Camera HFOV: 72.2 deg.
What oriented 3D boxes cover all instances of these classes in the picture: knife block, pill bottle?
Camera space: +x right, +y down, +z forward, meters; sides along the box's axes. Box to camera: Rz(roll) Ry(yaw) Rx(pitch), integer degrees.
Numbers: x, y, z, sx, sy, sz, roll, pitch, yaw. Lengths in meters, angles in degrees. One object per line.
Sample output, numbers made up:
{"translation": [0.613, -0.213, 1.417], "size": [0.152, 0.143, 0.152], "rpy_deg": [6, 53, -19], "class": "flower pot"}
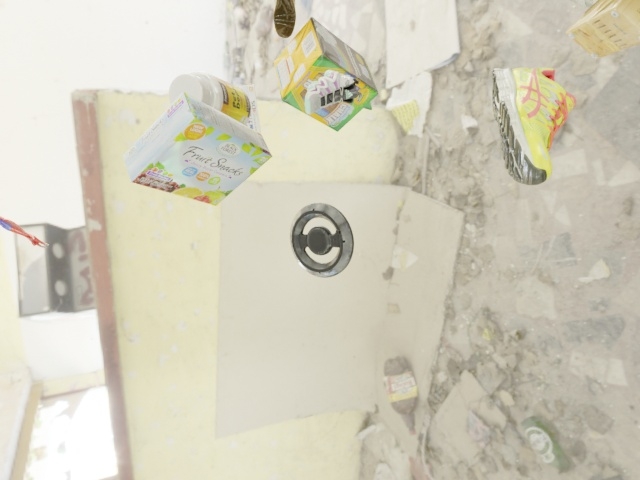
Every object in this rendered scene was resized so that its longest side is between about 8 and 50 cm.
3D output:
{"translation": [0.605, -0.465, 0.772], "size": [0.242, 0.088, 0.275], "rpy_deg": [-49, 4, 13], "class": "knife block"}
{"translation": [-0.255, -0.321, 1.021], "size": [0.215, 0.117, 0.117], "rpy_deg": [-26, -65, -72], "class": "pill bottle"}

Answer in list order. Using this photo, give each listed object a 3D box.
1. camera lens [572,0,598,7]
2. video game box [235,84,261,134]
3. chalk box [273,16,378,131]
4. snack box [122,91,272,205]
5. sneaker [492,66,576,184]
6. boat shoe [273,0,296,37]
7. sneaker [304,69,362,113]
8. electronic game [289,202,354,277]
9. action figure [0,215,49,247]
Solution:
{"translation": [0.707, -0.618, 0.971], "size": [0.274, 0.219, 0.219], "rpy_deg": [41, 134, 31], "class": "camera lens"}
{"translation": [-0.293, -0.378, 1.363], "size": [0.048, 0.205, 0.186], "rpy_deg": [-140, 42, -73], "class": "video game box"}
{"translation": [0.026, -0.340, 0.947], "size": [0.132, 0.213, 0.132], "rpy_deg": [-37, 51, 33], "class": "chalk box"}
{"translation": [-0.222, -0.158, 0.818], "size": [0.175, 0.207, 0.070], "rpy_deg": [-36, 67, 21], "class": "snack box"}
{"translation": [0.276, -0.158, 0.555], "size": [0.081, 0.094, 0.208], "rpy_deg": [64, -153, -51], "class": "sneaker"}
{"translation": [-0.072, -0.497, 0.917], "size": [0.135, 0.050, 0.045], "rpy_deg": [97, 180, -47], "class": "boat shoe"}
{"translation": [0.024, -0.205, 0.615], "size": [0.069, 0.098, 0.038], "rpy_deg": [19, 145, 18], "class": "sneaker"}
{"translation": [0.000, 0.000, 1.320], "size": [0.229, 0.048, 0.229], "rpy_deg": [8, 104, 34], "class": "electronic game"}
{"translation": [-0.605, 0.019, 0.787], "size": [0.280, 0.139, 0.091], "rpy_deg": [-24, 30, 42], "class": "action figure"}
